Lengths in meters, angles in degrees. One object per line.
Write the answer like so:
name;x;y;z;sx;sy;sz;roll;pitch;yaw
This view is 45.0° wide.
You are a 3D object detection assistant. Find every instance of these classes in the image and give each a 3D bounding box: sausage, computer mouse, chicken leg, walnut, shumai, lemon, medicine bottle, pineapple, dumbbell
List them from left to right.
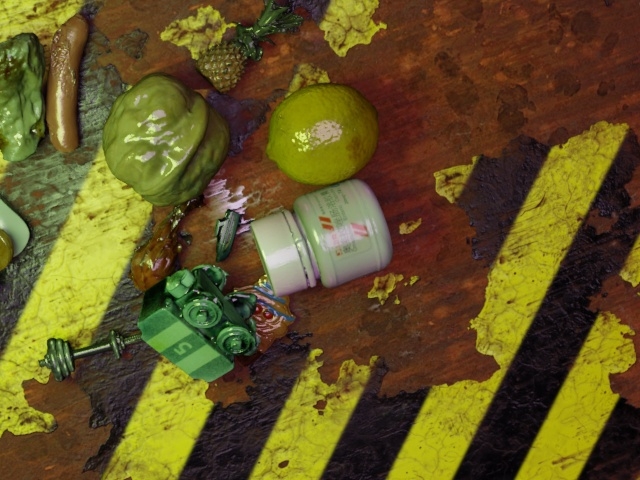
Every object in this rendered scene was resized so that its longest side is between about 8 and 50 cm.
computer mouse;-0.796;-0.055;1.835;0.231;0.079;0.128;42;87;-9
shumai;-0.678;-0.322;1.743;0.204;0.222;0.272;43;133;-9
sausage;-0.599;-0.370;1.820;0.087;0.079;0.326;0;101;-41
dumbbell;-0.564;0.272;1.911;0.255;0.110;0.110;-14;100;-15
walnut;-0.360;-0.229;1.792;0.282;0.253;0.276;34;91;-12
chicken leg;-0.380;-0.012;1.910;0.113;0.093;0.304;25;89;-1
pineapple;-0.171;-0.478;1.857;0.277;0.130;0.119;-46;115;-3
medicine bottle;0.000;0.000;1.893;0.302;0.241;0.241;-20;101;-7
lemon;0.007;-0.255;1.859;0.268;0.267;0.267;-1;98;-10

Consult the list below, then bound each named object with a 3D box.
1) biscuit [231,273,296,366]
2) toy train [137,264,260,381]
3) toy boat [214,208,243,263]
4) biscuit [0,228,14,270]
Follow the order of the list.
biscuit;-0.158;0.197;2.002;0.183;0.043;0.280;21;91;-9
toy train;-0.288;0.196;1.879;0.238;0.166;0.299;-32;121;19
toy boat;-0.240;-0.009;1.946;0.060;0.055;0.141;14;96;-19
biscuit;-0.840;0.056;1.811;0.302;0.049;0.196;-25;107;18
